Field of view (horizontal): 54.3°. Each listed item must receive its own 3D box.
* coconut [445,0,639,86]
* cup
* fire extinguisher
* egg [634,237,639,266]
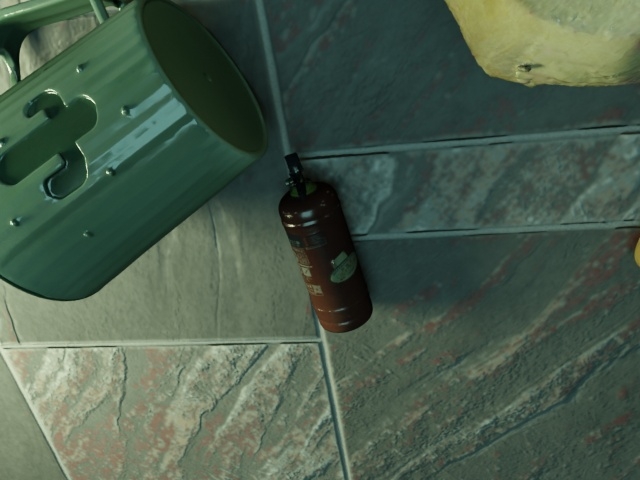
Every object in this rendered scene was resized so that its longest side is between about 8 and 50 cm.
[{"bbox_3d":[0.289,-0.343,0.641,0.404,0.405,0.405,4,122,7],"label":"coconut"},{"bbox_3d":[-0.331,-0.159,0.887,0.392,0.310,0.401,-31,114,19],"label":"cup"},{"bbox_3d":[0.000,0.000,1.020,0.102,0.138,0.344,-18,119,3],"label":"fire extinguisher"},{"bbox_3d":[0.537,0.012,0.969,0.080,0.080,0.096,24,129,-5],"label":"egg"}]
